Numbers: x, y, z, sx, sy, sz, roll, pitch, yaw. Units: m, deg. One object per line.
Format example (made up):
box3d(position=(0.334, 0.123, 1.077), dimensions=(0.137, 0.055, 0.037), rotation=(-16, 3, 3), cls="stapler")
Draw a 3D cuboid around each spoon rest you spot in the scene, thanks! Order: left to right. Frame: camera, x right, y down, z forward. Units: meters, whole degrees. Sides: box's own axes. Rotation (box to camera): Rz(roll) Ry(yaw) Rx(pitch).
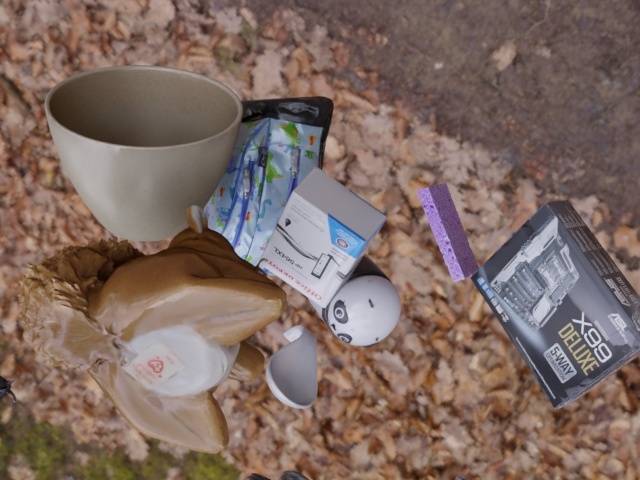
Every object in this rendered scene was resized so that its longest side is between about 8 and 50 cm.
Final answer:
box3d(position=(-0.056, 0.272, 1.872), dimensions=(0.137, 0.276, 0.084), rotation=(40, 112, -14), cls="spoon rest")

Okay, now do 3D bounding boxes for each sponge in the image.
box3d(position=(0.274, -0.020, 1.772), dimensions=(0.031, 0.117, 0.210), rotation=(-23, 85, 28), cls="sponge")

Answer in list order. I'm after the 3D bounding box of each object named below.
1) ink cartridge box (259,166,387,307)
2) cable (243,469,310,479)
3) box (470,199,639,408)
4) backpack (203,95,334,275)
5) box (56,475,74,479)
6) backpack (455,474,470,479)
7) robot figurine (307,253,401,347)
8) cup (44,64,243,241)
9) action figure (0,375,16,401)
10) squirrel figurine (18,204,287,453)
box3d(position=(0.000, 0.000, 1.414), dimensions=(0.148, 0.086, 0.203), rotation=(34, 137, 6), cls="ink cartridge box")
box3d(position=(-0.075, 0.440, 1.412), dimensions=(0.287, 0.072, 0.139), rotation=(-1, 122, 53), cls="cable")
box3d(position=(0.448, 0.118, 1.544), dimensions=(0.242, 0.077, 0.307), rotation=(-52, 57, 42), cls="box")
box3d(position=(-0.114, -0.106, 1.679), dimensions=(0.290, 0.274, 0.355), rotation=(-162, 66, -63), cls="backpack")
box3d(position=(-0.354, 0.318, 0.916), dimensions=(0.186, 0.145, 0.038), rotation=(-32, 86, 54), cls="box")
box3d(position=(0.277, 0.459, 1.316), dimensions=(0.173, 0.116, 0.158), rotation=(21, 170, 15), cls="backpack")
box3d(position=(0.063, 0.116, 1.843), dimensions=(0.209, 0.173, 0.278), rotation=(26, -167, -32), cls="robot figurine")
box3d(position=(-0.312, -0.141, 1.488), dimensions=(0.331, 0.331, 0.236), rotation=(25, 127, 23), cls="cup")
box3d(position=(-0.779, 0.319, 1.856), dimensions=(0.276, 0.141, 0.164), rotation=(-2, 99, 11), cls="action figure")
box3d(position=(-0.251, 0.075, 1.263), dimensions=(0.397, 0.370, 0.281), rotation=(12, 115, -7), cls="squirrel figurine")
